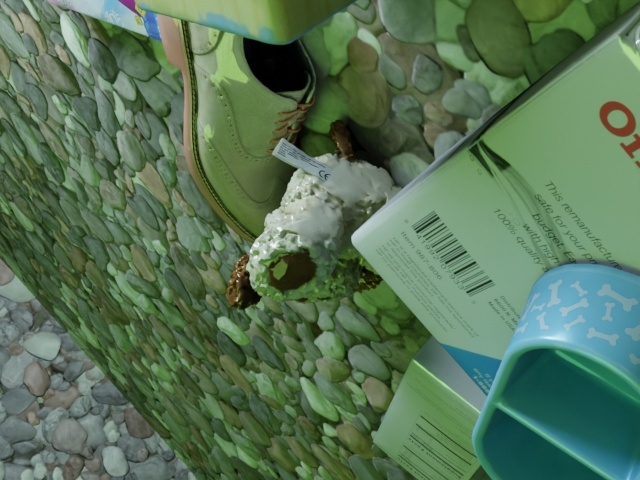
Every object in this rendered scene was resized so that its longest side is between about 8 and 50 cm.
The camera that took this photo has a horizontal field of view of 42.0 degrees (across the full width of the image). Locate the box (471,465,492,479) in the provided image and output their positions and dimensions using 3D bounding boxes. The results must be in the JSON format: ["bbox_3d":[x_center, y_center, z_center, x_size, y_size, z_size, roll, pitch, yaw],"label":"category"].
[{"bbox_3d":[0.244,0.350,1.130,0.170,0.130,0.091,-12,115,56],"label":"box"}]

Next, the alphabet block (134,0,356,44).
[{"bbox_3d":[-0.049,-0.298,0.663,0.192,0.193,0.197,22,140,35],"label":"alphabet block"}]

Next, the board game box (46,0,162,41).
[{"bbox_3d":[-0.293,-0.427,1.028,0.318,0.066,0.318,25,141,34],"label":"board game box"}]

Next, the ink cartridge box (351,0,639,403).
[{"bbox_3d":[0.247,-0.003,0.714,0.285,0.166,0.395,49,149,-2],"label":"ink cartridge box"}]

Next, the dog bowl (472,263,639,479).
[{"bbox_3d":[0.214,0.145,0.690,0.166,0.074,0.297,33,147,21],"label":"dog bowl"}]

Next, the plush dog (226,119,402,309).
[{"bbox_3d":[0.000,0.000,1.014,0.225,0.263,0.210,-53,46,48],"label":"plush dog"}]

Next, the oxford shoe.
[{"bbox_3d":[-0.077,-0.148,0.997,0.147,0.140,0.397,15,137,33],"label":"oxford shoe"}]

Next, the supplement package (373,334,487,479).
[{"bbox_3d":[0.176,0.204,1.050,0.134,0.139,0.244,37,146,17],"label":"supplement package"}]

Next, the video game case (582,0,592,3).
[{"bbox_3d":[0.216,-0.301,0.570,0.206,0.026,0.227,54,148,-8],"label":"video game case"}]
